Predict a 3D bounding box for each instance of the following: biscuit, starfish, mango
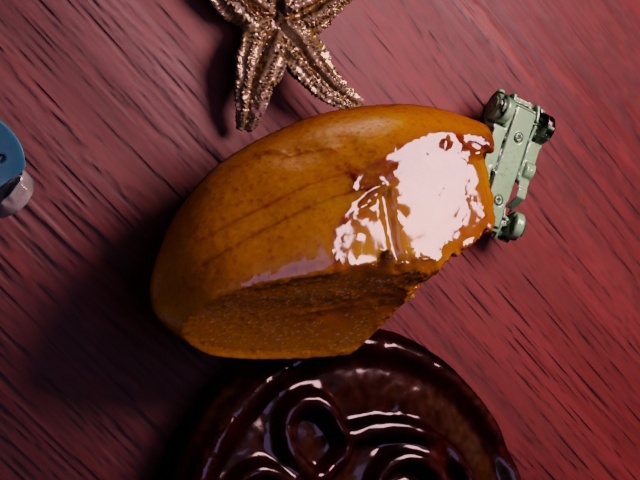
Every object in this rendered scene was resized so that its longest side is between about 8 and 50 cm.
[{"bbox_3d":[0.027,0.279,1.693,0.407,0.091,0.407,1,87,-31],"label":"biscuit"},{"bbox_3d":[-0.039,-0.212,1.696,0.240,0.043,0.227,41,66,-21],"label":"starfish"},{"bbox_3d":[0.000,0.000,1.631,0.350,0.199,0.201,-21,119,-27],"label":"mango"}]

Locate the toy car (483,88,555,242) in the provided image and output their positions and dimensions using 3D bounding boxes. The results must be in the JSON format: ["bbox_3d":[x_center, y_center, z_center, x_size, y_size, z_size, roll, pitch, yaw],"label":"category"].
[{"bbox_3d":[0.178,-0.072,1.822,0.073,0.054,0.143,21,81,-29],"label":"toy car"}]

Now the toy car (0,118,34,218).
[{"bbox_3d":[-0.323,-0.057,1.500,0.161,0.098,0.126,-37,135,2],"label":"toy car"}]
